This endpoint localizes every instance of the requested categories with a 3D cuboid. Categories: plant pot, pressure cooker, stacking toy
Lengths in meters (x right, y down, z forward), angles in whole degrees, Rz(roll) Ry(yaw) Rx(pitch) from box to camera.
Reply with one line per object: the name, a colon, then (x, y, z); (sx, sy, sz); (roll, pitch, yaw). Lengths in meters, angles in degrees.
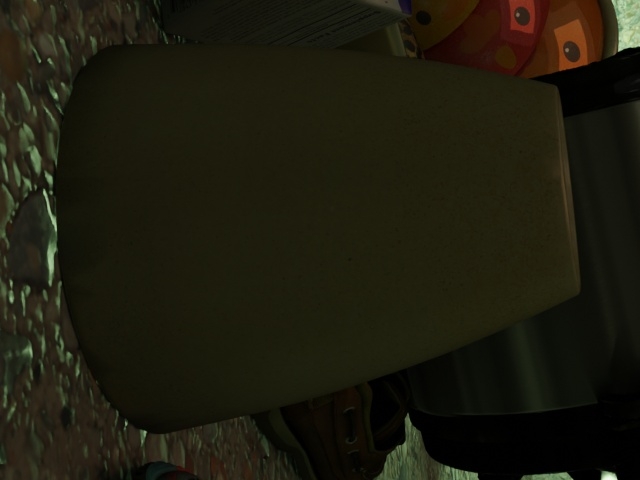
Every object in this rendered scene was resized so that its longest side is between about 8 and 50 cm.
plant pot: (0.019, -0.015, 0.678); (0.256, 0.274, 0.256); (-6, 90, -76)
pressure cooker: (0.236, 0.047, 1.040); (0.370, 0.375, 0.420); (-17, 95, -52)
stacking toy: (0.115, -0.294, 1.280); (0.480, 0.351, 0.350); (29, 54, -49)

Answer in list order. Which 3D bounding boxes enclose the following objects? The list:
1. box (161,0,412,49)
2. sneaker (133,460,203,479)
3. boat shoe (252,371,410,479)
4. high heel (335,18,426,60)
box: (-0.025, -0.190, 0.781); (0.137, 0.126, 0.072); (6, 76, -45)
sneaker: (-0.035, 0.205, 0.672); (0.262, 0.125, 0.104); (61, 26, -56)
boat shoe: (0.031, 0.167, 0.976); (0.307, 0.104, 0.110); (51, 35, -64)
high heel: (0.093, -0.167, 1.092); (0.186, 0.093, 0.261); (32, 12, -29)
